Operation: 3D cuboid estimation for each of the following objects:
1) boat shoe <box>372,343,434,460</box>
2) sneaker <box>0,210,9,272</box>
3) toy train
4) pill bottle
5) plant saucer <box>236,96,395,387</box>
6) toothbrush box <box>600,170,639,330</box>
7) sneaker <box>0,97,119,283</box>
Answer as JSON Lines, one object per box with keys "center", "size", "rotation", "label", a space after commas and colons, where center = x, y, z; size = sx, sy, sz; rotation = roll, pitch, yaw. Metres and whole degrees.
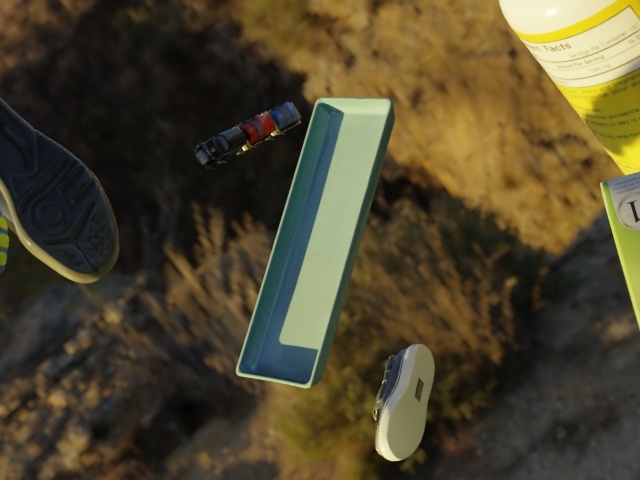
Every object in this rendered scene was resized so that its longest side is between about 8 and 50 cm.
{"center": [0.071, 0.152, 1.494], "size": [0.040, 0.049, 0.142], "rotation": [-20, 28, 31], "label": "boat shoe"}
{"center": [-0.281, 0.052, 1.177], "size": [0.078, 0.067, 0.188], "rotation": [-10, 55, 29], "label": "sneaker"}
{"center": [-0.060, -0.098, 1.453], "size": [0.036, 0.027, 0.158], "rotation": [-36, -2, 33], "label": "toy train"}
{"center": [0.273, -0.194, 1.387], "size": [0.188, 0.334, 0.188], "rotation": [-33, 25, 18], "label": "pill bottle"}
{"center": [0.000, 0.000, 1.035], "size": [0.067, 0.018, 0.192], "rotation": [6, 76, 43], "label": "plant saucer"}
{"center": [0.345, 0.071, 1.200], "size": [0.206, 0.122, 0.283], "rotation": [-15, 61, 10], "label": "toothbrush box"}
{"center": [-0.260, -0.041, 1.441], "size": [0.087, 0.227, 0.130], "rotation": [-45, -13, -18], "label": "sneaker"}
